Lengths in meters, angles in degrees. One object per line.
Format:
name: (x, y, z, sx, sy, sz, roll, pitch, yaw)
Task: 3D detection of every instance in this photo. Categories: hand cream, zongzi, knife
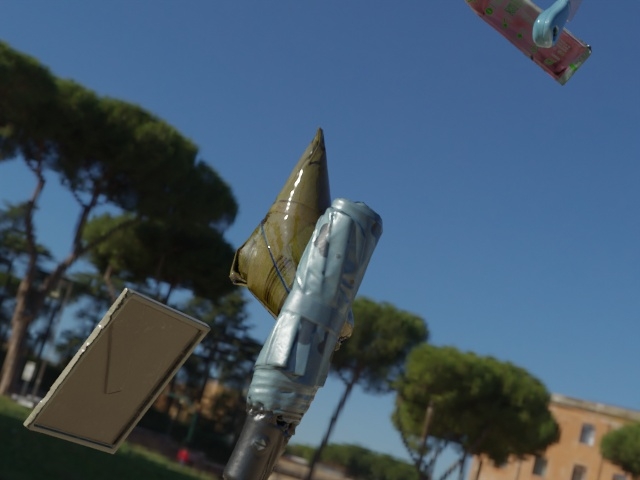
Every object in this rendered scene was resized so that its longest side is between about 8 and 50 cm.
hand cream: (0.315, -0.368, 1.787, 0.275, 0.050, 0.079, 39, -18, 2)
zongzi: (0.000, 0.000, 1.709, 0.123, 0.289, 0.260, 19, 17, -41)
knife: (0.372, -0.354, 1.645, 0.032, 0.244, 0.058, 8, -53, 30)

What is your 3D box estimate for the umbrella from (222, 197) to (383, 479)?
umbrella: (-0.015, 0.080, 0.875, 0.052, 0.250, 0.053, 11, -19, 43)

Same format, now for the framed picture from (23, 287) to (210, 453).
framed picture: (-0.342, 0.228, 1.867, 0.016, 0.289, 0.213, 42, 6, 40)
